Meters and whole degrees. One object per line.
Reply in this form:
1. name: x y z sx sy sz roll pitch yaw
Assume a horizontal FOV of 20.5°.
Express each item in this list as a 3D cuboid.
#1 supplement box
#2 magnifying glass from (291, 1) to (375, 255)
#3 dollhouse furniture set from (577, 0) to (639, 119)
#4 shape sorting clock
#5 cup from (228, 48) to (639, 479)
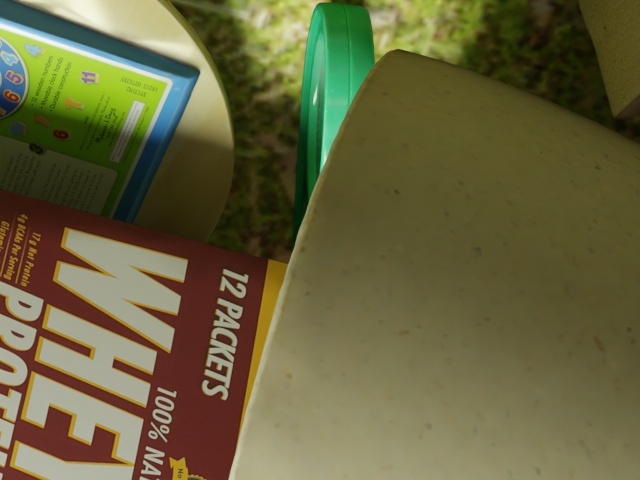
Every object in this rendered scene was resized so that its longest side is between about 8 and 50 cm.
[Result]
1. supplement box: -0.125 0.080 0.712 0.191 0.129 0.194 15 154 -12
2. magnifying glass: 0.000 0.000 0.739 0.026 0.092 0.231 2 137 -7
3. dollhouse furniture set: 0.271 -0.063 0.655 0.262 0.135 0.259 33 120 -23
4. shape sorting clock: -0.137 -0.045 0.719 0.206 0.040 0.206 0 133 0
5. cup: 0.107 0.116 0.631 0.237 0.331 0.331 12 127 8
